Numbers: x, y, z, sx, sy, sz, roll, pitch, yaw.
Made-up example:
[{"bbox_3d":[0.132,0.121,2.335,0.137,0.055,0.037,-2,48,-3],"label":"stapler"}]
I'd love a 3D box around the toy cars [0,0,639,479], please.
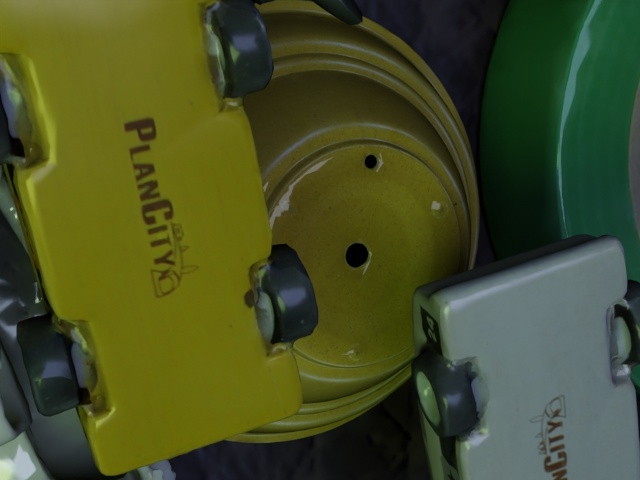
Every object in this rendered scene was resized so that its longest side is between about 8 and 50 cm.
[{"bbox_3d":[0.008,0.029,0.512,0.393,0.087,0.176,34,96,-29],"label":"toy cars"}]

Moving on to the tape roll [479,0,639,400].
[{"bbox_3d":[0.240,-0.058,0.704,0.321,0.077,0.321,-4,100,-23],"label":"tape roll"}]

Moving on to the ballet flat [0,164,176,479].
[{"bbox_3d":[-0.137,0.084,0.527,0.147,0.147,0.409,-26,109,-18],"label":"ballet flat"}]

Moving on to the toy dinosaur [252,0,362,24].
[{"bbox_3d":[-0.044,-0.185,0.451,0.218,0.164,0.322,38,37,-54],"label":"toy dinosaur"}]

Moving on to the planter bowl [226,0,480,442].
[{"bbox_3d":[0.000,0.000,0.598,0.217,0.090,0.217,-4,101,-23],"label":"planter bowl"}]
